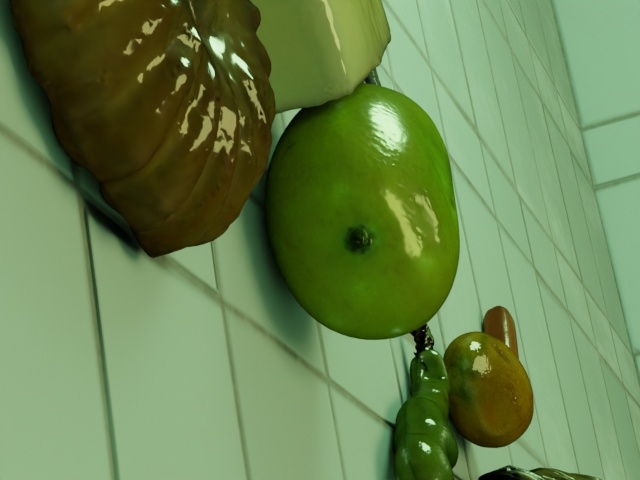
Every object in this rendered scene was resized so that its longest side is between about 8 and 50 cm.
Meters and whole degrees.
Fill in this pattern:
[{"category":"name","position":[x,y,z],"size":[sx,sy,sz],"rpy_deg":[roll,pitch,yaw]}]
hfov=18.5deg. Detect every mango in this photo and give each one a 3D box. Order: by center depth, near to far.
[{"category":"mango","position":[0.034,-0.035,1.649],"size":[0.185,0.149,0.273],"rpy_deg":[48,28,-34]},{"category":"mango","position":[0.176,0.156,2.128],"size":[0.115,0.089,0.165],"rpy_deg":[-78,147,-43]}]

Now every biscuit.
[{"category":"biscuit","position":[-0.115,-0.155,1.322],"size":[0.326,0.107,0.325],"rpy_deg":[-18,90,-78]}]

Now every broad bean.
[{"category":"broad bean","position":[0.094,0.167,1.870],"size":[0.098,0.056,0.318],"rpy_deg":[59,15,-29]}]

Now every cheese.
[{"category":"cheese","position":[-0.040,-0.261,1.672],"size":[0.242,0.124,0.265],"rpy_deg":[-72,144,-72]}]

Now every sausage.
[{"category":"sausage","position":[0.222,0.132,2.410],"size":[0.039,0.041,0.131],"rpy_deg":[57,21,-36]}]

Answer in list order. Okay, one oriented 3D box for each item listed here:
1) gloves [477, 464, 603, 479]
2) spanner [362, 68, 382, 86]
[{"category":"gloves","position":[0.261,0.319,2.149],"size":[0.331,0.154,0.141],"rpy_deg":[35,43,-58]},{"category":"spanner","position":[0.036,-0.245,2.144],"size":[0.093,0.026,0.325],"rpy_deg":[-48,123,-74]}]
